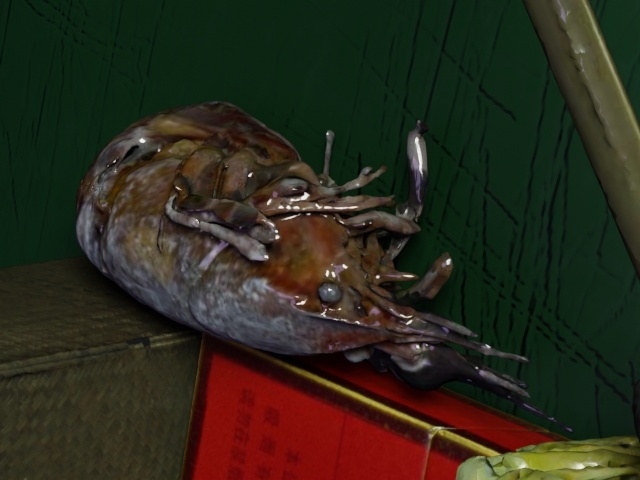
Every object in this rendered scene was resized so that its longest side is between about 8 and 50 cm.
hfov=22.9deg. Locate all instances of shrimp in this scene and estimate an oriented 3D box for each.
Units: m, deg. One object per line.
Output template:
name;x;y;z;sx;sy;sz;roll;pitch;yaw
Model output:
shrimp;-0.003;0.007;0.850;0.343;0.145;0.116;27;137;39

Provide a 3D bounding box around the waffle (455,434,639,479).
waffle;0.205;0.123;0.590;0.317;0.297;0.073;9;92;30

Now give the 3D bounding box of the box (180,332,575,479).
box;0.029;0.151;0.874;0.240;0.074;0.153;20;103;35

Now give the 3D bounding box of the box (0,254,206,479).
box;-0.181;0.123;0.910;0.143;0.273;0.184;20;107;35

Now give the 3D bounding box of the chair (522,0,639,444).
chair;0.227;-0.128;0.466;0.365;0.362;0.410;16;116;61
